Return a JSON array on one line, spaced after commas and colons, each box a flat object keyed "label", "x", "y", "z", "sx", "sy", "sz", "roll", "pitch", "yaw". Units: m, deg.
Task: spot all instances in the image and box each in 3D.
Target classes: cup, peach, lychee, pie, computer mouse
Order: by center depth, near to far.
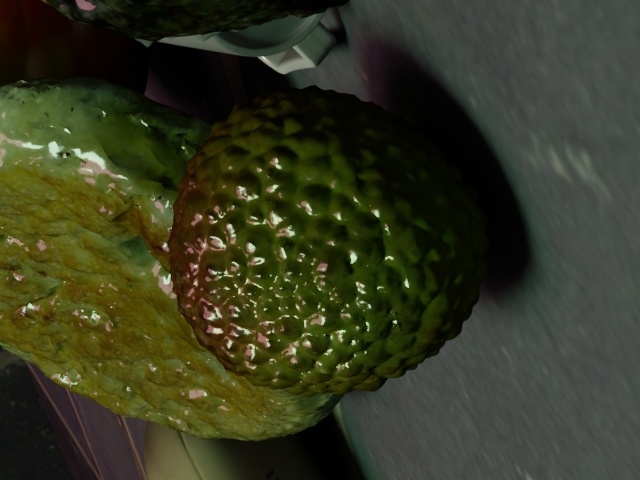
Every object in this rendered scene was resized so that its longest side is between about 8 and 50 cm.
[{"label": "lychee", "x": 0.000, "y": 0.000, "z": 0.675, "sx": 0.146, "sy": 0.114, "sz": 0.114, "roll": 5, "pitch": 122, "yaw": 50}, {"label": "cup", "x": -0.036, "y": -0.101, "z": 0.740, "sx": 0.104, "sy": 0.074, "sz": 0.116, "roll": 45, "pitch": 171, "yaw": -28}, {"label": "pie", "x": -0.105, "y": 0.007, "z": 0.910, "sx": 0.277, "sy": 0.078, "sz": 0.277, "roll": 22, "pitch": 153, "yaw": 12}, {"label": "peach", "x": -0.187, "y": -0.116, "z": 1.011, "sx": 0.190, "sy": 0.190, "sz": 0.192, "roll": 88, "pitch": 158, "yaw": -58}, {"label": "computer mouse", "x": -0.042, "y": 0.140, "z": 1.090, "sx": 0.145, "sy": 0.082, "sz": 0.236, "roll": 58, "pitch": -178, "yaw": -4}]

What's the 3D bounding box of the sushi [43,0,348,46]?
[{"label": "sushi", "x": -0.059, "y": -0.167, "z": 0.560, "sx": 0.225, "sy": 0.136, "sz": 0.126, "roll": 52, "pitch": 165, "yaw": 19}]
